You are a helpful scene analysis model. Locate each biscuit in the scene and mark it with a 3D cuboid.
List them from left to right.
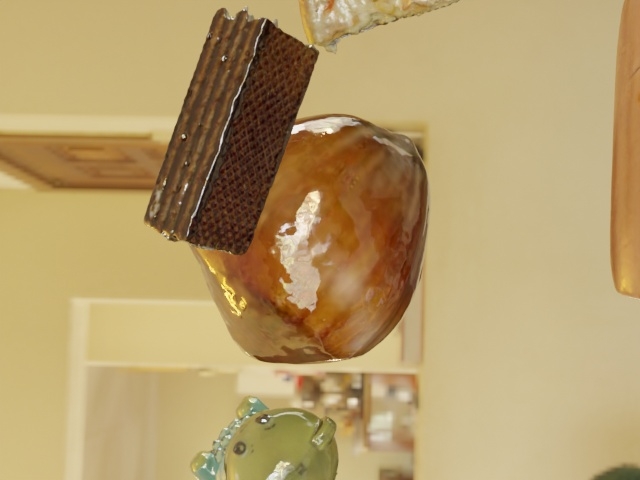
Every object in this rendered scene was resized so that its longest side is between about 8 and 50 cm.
[{"bbox_3d":[-0.088,-0.112,1.293,0.106,0.070,0.252,19,-89,-57],"label":"biscuit"}]

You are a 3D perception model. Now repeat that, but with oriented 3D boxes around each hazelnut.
[{"bbox_3d":[0.000,0.000,1.762,0.315,0.372,0.372,43,156,27],"label":"hazelnut"}]

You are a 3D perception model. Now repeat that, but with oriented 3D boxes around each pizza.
[{"bbox_3d":[0.066,-0.279,1.371,0.052,0.195,0.185,-51,-31,-59],"label":"pizza"}]

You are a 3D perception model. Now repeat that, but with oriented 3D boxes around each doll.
[{"bbox_3d":[-0.074,0.329,1.878,0.177,0.161,0.260,-47,8,-20],"label":"doll"}]

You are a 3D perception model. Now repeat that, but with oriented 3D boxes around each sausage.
[{"bbox_3d":[0.331,-0.099,1.174,0.121,0.121,0.304,-67,-21,-84],"label":"sausage"}]
